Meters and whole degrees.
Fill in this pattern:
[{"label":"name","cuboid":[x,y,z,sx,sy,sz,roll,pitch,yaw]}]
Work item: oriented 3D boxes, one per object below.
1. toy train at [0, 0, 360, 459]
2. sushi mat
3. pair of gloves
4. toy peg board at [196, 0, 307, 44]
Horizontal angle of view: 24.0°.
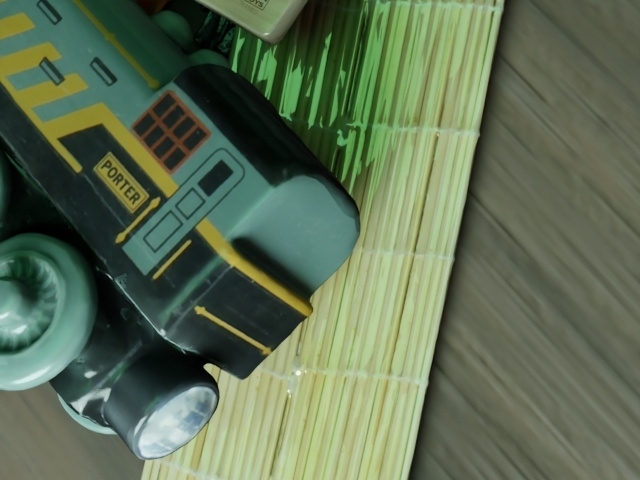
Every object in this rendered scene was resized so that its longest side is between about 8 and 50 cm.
[{"label":"toy train","cuboid":[-0.131,-0.044,0.788,0.190,0.142,0.334,-44,59,2]},{"label":"sushi mat","cuboid":[0.000,0.000,0.800,0.151,0.019,0.317,11,89,19]},{"label":"pair of gloves","cuboid":[-0.065,-0.145,0.851,0.083,0.010,0.074,31,94,19]},{"label":"toy peg board","cuboid":[-0.032,-0.196,0.798,0.161,0.079,0.161,33,90,23]}]
